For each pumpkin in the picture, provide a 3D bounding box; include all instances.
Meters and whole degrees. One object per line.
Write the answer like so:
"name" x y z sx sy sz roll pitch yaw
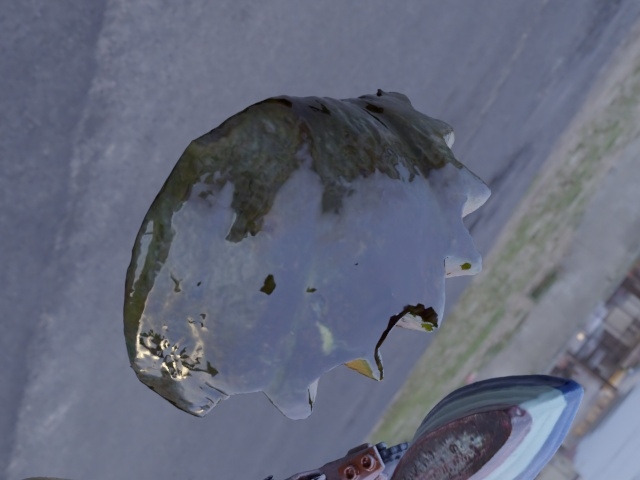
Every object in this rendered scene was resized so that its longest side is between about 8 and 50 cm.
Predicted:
"pumpkin" 0.000 0.000 0.724 0.254 0.130 0.149 -51 150 -11

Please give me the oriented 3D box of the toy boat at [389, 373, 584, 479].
"toy boat" 0.098 0.134 0.803 0.046 0.080 0.229 -17 164 -24

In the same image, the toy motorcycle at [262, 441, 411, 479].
"toy motorcycle" 0.004 0.270 1.303 0.212 0.084 0.118 -38 155 30

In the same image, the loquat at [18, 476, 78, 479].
"loquat" -0.281 0.346 1.309 0.213 0.213 0.246 -47 -163 -18
